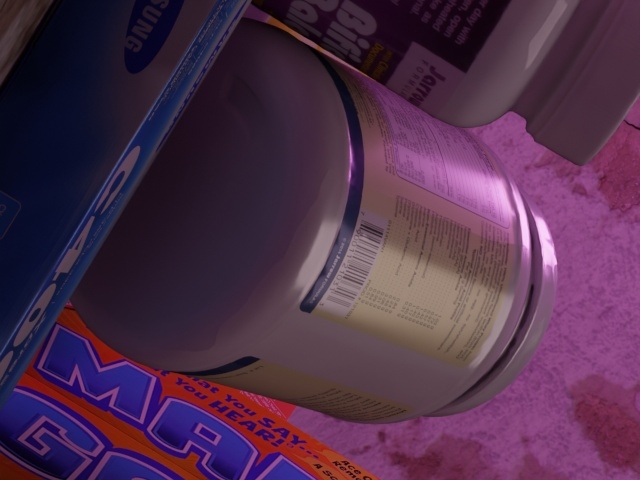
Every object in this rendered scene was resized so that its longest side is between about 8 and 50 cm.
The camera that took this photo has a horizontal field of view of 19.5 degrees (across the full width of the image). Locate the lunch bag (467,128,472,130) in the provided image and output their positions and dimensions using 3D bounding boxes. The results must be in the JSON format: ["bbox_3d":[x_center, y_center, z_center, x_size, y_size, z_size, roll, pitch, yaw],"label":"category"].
[{"bbox_3d":[0.082,-0.170,1.969,0.223,0.160,0.262,-28,-138,20],"label":"lunch bag"}]

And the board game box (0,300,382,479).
[{"bbox_3d":[-0.195,0.309,1.445,0.357,0.356,0.356,-58,180,19],"label":"board game box"}]

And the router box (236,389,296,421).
[{"bbox_3d":[-0.195,0.214,1.975,0.335,0.082,0.301,-10,-145,46],"label":"router box"}]

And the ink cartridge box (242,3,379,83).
[{"bbox_3d":[-0.029,-0.094,1.470,0.304,0.072,0.307,-54,150,0],"label":"ink cartridge box"}]

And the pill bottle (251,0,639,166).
[{"bbox_3d":[0.071,-0.176,1.177,0.169,0.301,0.169,-58,180,0],"label":"pill bottle"}]

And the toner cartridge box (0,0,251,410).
[{"bbox_3d":[-0.154,-0.026,1.038,0.348,0.075,0.165,-59,-179,-1],"label":"toner cartridge box"}]

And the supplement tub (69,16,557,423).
[{"bbox_3d":[0.000,0.000,1.295,0.325,0.235,0.235,22,102,-51],"label":"supplement tub"}]
